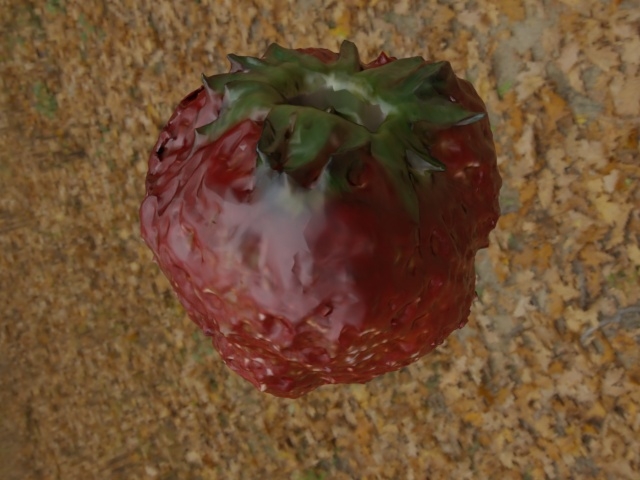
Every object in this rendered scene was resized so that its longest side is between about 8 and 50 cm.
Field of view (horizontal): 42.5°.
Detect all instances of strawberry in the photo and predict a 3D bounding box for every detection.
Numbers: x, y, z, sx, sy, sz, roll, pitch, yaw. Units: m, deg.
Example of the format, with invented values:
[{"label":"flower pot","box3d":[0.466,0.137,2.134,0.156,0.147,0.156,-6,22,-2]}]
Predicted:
[{"label":"strawberry","box3d":[0.000,0.000,0.601,0.257,0.257,0.277,43,146,40]}]
